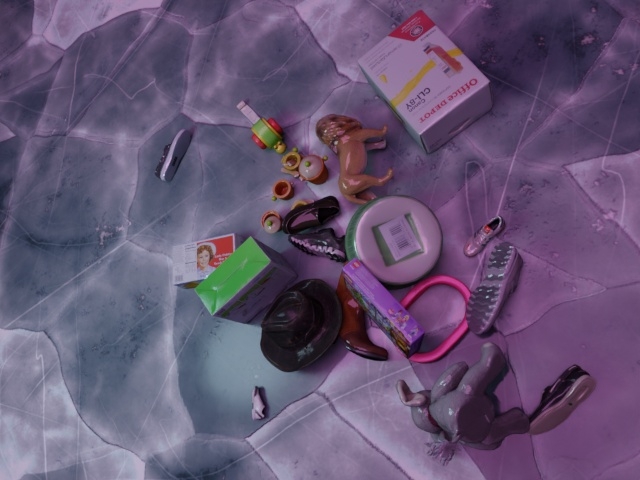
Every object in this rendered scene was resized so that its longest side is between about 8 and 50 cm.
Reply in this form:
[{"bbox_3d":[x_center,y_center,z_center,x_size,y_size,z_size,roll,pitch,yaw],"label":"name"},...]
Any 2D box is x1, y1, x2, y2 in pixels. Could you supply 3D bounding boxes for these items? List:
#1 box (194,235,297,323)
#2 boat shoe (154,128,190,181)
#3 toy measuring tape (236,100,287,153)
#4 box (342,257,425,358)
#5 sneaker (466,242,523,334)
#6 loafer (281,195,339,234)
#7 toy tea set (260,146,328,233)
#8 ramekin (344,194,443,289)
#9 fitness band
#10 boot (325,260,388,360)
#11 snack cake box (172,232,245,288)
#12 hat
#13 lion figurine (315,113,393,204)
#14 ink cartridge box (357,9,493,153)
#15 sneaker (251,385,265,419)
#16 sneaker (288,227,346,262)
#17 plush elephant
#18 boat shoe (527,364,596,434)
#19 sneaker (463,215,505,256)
[{"bbox_3d":[-0.241,0.143,1.833,0.262,0.231,0.127,-43,65,6],"label":"box"},{"bbox_3d":[-0.603,-0.350,2.201,0.076,0.080,0.229,23,92,24],"label":"boat shoe"},{"bbox_3d":[-0.237,-0.443,2.060,0.121,0.121,0.330,-43,65,5],"label":"toy measuring tape"},{"bbox_3d":[0.182,0.203,1.606,0.057,0.201,0.293,-38,67,-12],"label":"box"},{"bbox_3d":[0.527,0.152,1.596,0.105,0.115,0.281,19,81,58],"label":"sneaker"},{"bbox_3d":[-0.030,-0.084,1.860,0.220,0.080,0.078,-29,31,-7],"label":"loafer"},{"bbox_3d":[-0.101,-0.175,1.926,0.200,0.124,0.336,15,81,24],"label":"toy tea set"},{"bbox_3d":[0.229,0.001,1.677,0.303,0.148,0.304,0,86,0],"label":"ramekin"},{"bbox_3d":[0.342,0.240,1.678,0.291,0.054,0.209,-48,65,4],"label":"fitness band"},{"bbox_3d":[0.144,0.225,1.760,0.264,0.096,0.280,19,75,32],"label":"boot"},{"bbox_3d":[-0.407,0.078,1.995,0.264,0.089,0.152,-11,70,18],"label":"snack cake box"},{"bbox_3d":[-0.099,0.256,1.749,0.331,0.134,0.331,-18,57,31],"label":"hat"},{"bbox_3d":[0.113,-0.263,1.840,0.240,0.142,0.392,-5,65,-1],"label":"lion figurine"},{"bbox_3d":[0.351,-0.532,1.829,0.279,0.160,0.385,-37,66,8],"label":"ink cartridge box"},{"bbox_3d":[-0.206,0.542,1.820,0.043,0.040,0.109,-5,77,3],"label":"sneaker"},{"bbox_3d":[0.000,0.000,1.869,0.234,0.078,0.106,16,69,29],"label":"sneaker"},{"bbox_3d":[0.363,0.464,1.515,0.330,0.255,0.272,-33,101,-19],"label":"plush elephant"},{"bbox_3d":[0.648,0.443,1.502,0.233,0.084,0.079,-50,28,10],"label":"boat shoe"},{"bbox_3d":[0.500,-0.019,1.676,0.161,0.075,0.057,-43,65,5],"label":"sneaker"}]
